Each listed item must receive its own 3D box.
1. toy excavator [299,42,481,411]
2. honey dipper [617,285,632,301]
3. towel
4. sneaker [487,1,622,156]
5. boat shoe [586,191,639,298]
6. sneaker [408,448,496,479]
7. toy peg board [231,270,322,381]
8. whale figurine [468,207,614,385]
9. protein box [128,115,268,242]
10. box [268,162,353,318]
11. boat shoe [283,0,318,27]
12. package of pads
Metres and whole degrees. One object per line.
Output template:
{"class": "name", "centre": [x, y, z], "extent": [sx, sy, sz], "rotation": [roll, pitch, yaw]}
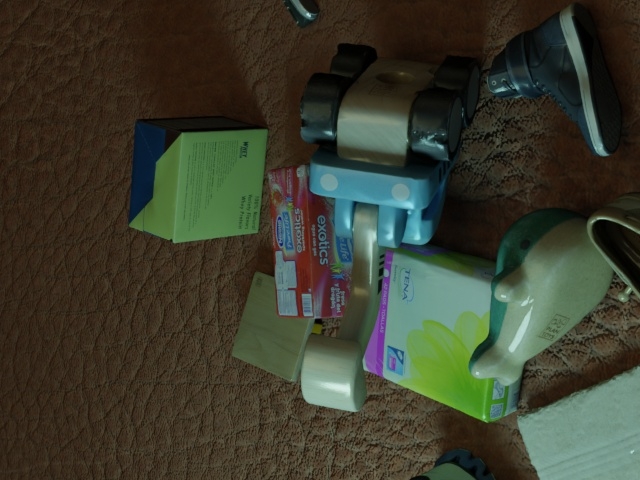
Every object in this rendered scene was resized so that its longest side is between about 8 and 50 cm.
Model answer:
{"class": "toy excavator", "centre": [0.086, -0.025, 1.982], "extent": [0.222, 0.433, 0.445], "rotation": [8, 117, 16]}
{"class": "honey dipper", "centre": [0.462, 0.029, 1.850], "extent": [0.030, 0.030, 0.161], "rotation": [51, 132, 28]}
{"class": "towel", "centre": [0.416, 0.297, 1.919], "extent": [0.282, 0.049, 0.187], "rotation": [-32, 72, 44]}
{"class": "sneaker", "centre": [0.330, -0.203, 1.896], "extent": [0.163, 0.086, 0.226], "rotation": [-23, 69, 34]}
{"class": "boat shoe", "centre": [0.486, 0.080, 1.750], "extent": [0.341, 0.110, 0.122], "rotation": [44, 125, 19]}
{"class": "sneaker", "centre": [0.236, 0.454, 2.027], "extent": [0.315, 0.182, 0.127], "rotation": [38, 122, 36]}
{"class": "toy peg board", "centre": [-0.059, 0.155, 2.375], "extent": [0.161, 0.079, 0.161], "rotation": [18, 93, 42]}
{"class": "whale figurine", "centre": [0.295, 0.075, 1.897], "extent": [0.141, 0.216, 0.272], "rotation": [43, 108, 40]}
{"class": "protein box", "centre": [-0.220, -0.114, 2.396], "extent": [0.136, 0.201, 0.200], "rotation": [19, 109, 42]}
{"class": "box", "centre": [0.000, 0.000, 2.223], "extent": [0.128, 0.122, 0.257], "rotation": [-5, 89, 58]}
{"class": "boat shoe", "centre": [-0.055, -0.428, 2.295], "extent": [0.040, 0.049, 0.142], "rotation": [-48, 65, 39]}
{"class": "package of pads", "centre": [0.190, 0.126, 2.087], "extent": [0.296, 0.101, 0.229], "rotation": [19, 110, 42]}
